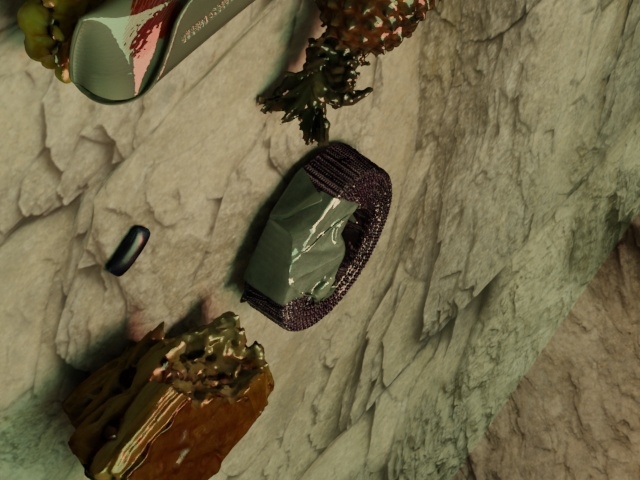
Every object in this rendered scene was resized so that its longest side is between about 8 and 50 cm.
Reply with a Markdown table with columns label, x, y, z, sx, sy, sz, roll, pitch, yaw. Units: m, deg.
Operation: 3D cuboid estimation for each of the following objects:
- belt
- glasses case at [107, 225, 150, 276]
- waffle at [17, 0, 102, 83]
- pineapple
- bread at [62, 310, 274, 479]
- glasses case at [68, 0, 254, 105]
| label | x | y | z | sx | sy | sz | roll | pitch | yaw |
| --- | --- | --- | --- | --- | --- | --- | --- | --- | --- |
| belt | 0.000 | 0.000 | 2.436 | 0.260 | 0.122 | 0.325 | -16 | 136 | -55 |
| glasses case | -0.275 | 0.017 | 2.141 | 0.083 | 0.023 | 0.033 | -55 | 155 | 7 |
| waffle | -0.202 | -0.360 | 1.716 | 0.382 | 0.095 | 0.380 | -37 | 151 | -31 |
| pineapple | 0.041 | -0.301 | 2.112 | 0.175 | 0.175 | 0.361 | -7 | 143 | -54 |
| bread | -0.244 | 0.259 | 2.317 | 0.370 | 0.191 | 0.314 | -53 | 150 | -23 |
| glasses case | -0.155 | -0.280 | 1.707 | 0.308 | 0.083 | 0.128 | -44 | 157 | -24 |
